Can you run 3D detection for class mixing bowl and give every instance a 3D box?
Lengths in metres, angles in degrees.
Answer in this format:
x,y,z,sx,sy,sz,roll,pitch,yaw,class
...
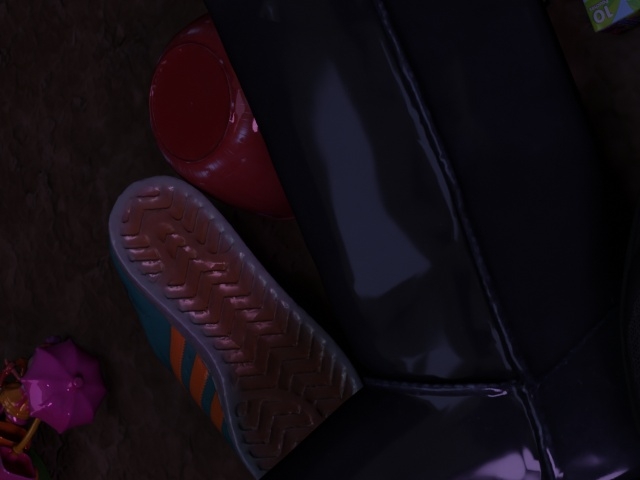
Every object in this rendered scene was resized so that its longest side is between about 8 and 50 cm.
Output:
x,y,z,sx,sy,sz,roll,pitch,yaw,class
-0.063,-0.101,0.837,0.181,0.098,0.181,5,98,39,mixing bowl

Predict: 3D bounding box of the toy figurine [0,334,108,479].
x,y,z,sx,sy,sz,roll,pitch,yaw,class
-0.268,0.152,1.049,0.159,0.130,0.173,-48,39,18,toy figurine

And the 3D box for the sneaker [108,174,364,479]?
x,y,z,sx,sy,sz,roll,pitch,yaw,class
-0.058,0.090,0.859,0.302,0.108,0.121,56,164,6,sneaker

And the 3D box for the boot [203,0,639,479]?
x,y,z,sx,sy,sz,roll,pitch,yaw,class
0.002,-0.001,0.690,0.367,0.146,0.445,-19,84,2,boot

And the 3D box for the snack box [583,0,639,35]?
x,y,z,sx,sy,sz,roll,pitch,yaw,class
0.186,-0.207,0.654,0.100,0.037,0.141,-26,78,40,snack box

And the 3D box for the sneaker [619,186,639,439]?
x,y,z,sx,sy,sz,roll,pitch,yaw,class
0.227,-0.080,0.493,0.185,0.202,0.482,11,95,30,sneaker
